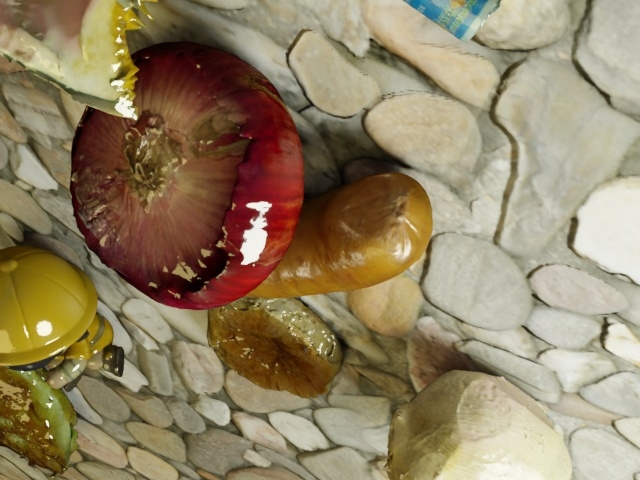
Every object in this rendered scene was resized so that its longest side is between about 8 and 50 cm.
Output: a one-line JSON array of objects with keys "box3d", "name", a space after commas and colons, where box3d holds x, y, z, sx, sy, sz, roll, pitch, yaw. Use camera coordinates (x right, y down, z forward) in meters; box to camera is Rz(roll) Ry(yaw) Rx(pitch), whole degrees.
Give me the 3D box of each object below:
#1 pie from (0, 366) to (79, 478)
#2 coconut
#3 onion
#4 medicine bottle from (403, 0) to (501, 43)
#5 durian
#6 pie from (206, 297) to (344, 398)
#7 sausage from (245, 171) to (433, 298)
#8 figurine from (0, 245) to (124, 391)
[{"box3d": [-0.561, 0.264, 1.797, 0.288, 0.103, 0.354, -4, 129, 43], "name": "pie"}, {"box3d": [0.156, 0.225, 1.090, 0.194, 0.194, 0.194, 22, 146, 16], "name": "coconut"}, {"box3d": [-0.115, -0.056, 0.927, 0.248, 0.248, 0.161, 12, 172, 28], "name": "onion"}, {"box3d": [0.040, -0.209, 0.725, 0.191, 0.051, 0.051, 33, 147, -4], "name": "medicine bottle"}, {"box3d": [-0.224, -0.257, 0.802, 0.305, 0.185, 0.195, 34, 121, 9], "name": "durian"}, {"box3d": [-0.054, 0.124, 1.247, 0.195, 0.046, 0.195, 20, 146, 15], "name": "pie"}, {"box3d": [0.000, 0.002, 0.987, 0.270, 0.109, 0.109, -12, 127, 48], "name": "sausage"}, {"box3d": [-0.371, 0.103, 1.378, 0.192, 0.167, 0.257, 5, 162, 16], "name": "figurine"}]
